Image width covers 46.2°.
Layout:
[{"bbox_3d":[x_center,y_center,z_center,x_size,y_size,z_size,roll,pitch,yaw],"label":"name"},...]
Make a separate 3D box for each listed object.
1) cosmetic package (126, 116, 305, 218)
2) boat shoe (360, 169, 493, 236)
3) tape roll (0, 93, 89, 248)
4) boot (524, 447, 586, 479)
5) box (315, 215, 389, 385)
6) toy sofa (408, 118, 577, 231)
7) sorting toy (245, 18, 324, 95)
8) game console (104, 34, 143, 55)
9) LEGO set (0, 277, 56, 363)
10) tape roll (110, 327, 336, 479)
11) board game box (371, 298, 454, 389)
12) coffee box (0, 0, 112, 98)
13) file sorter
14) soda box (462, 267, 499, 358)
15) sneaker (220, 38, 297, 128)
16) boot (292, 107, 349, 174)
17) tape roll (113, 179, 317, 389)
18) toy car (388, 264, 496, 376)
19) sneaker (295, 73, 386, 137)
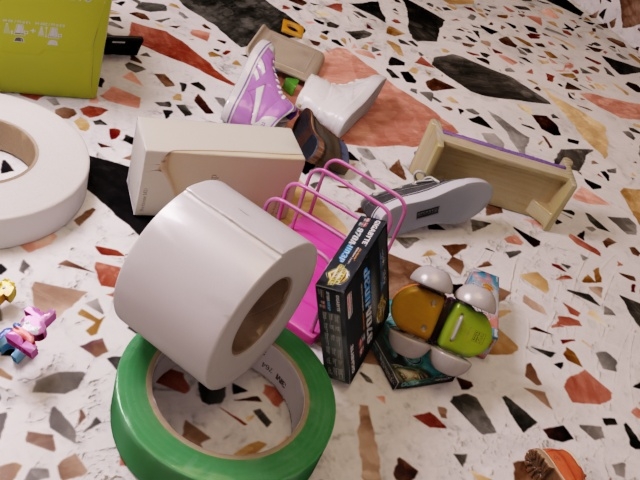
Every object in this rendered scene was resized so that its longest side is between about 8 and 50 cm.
[{"bbox_3d":[-0.204,-0.136,1.451,0.309,0.160,0.113,-1,43,-25],"label":"cosmetic package"},{"bbox_3d":[0.232,-0.090,1.641,0.306,0.113,0.105,-18,44,-20],"label":"boat shoe"},{"bbox_3d":[-0.612,-0.136,1.332,0.391,0.072,0.392,14,38,-11],"label":"tape roll"},{"bbox_3d":[0.398,0.392,1.179,0.084,0.059,0.158,3,40,-29],"label":"boot"},{"bbox_3d":[0.057,0.097,1.219,0.051,0.220,0.175,15,44,22],"label":"box"},{"bbox_3d":[0.404,-0.169,1.781,0.362,0.150,0.177,15,39,-8],"label":"toy sofa"},{"bbox_3d":[-0.095,-0.491,2.023,0.195,0.047,0.348,26,40,-5],"label":"sorting toy"},{"bbox_3d":[-0.503,-0.487,1.810,0.122,0.107,0.071,-8,74,-31],"label":"game console"},{"bbox_3d":[-0.473,0.093,1.102,0.227,0.087,0.093,30,54,11],"label":"LEGO set"},{"bbox_3d":[-0.139,0.236,1.097,0.321,0.077,0.321,13,38,-10],"label":"tape roll"},{"bbox_3d":[0.146,0.180,1.339,0.126,0.026,0.186,-3,44,-28],"label":"board game box"},{"bbox_3d":[-0.620,-0.533,1.533,0.337,0.338,0.335,0,59,-25],"label":"coffee box"},{"bbox_3d":[0.000,0.000,1.360,0.202,0.182,0.290,32,39,16],"label":"file sorter"},{"bbox_3d":[0.302,0.136,1.435,0.058,0.063,0.183,20,38,-2],"label":"soda box"},{"bbox_3d":[-0.122,-0.354,1.794,0.161,0.102,0.282,21,56,-5],"label":"sneaker"},{"bbox_3d":[0.000,-0.226,1.744,0.106,0.082,0.219,28,28,-28],"label":"boot"},{"bbox_3d":[-0.142,0.061,1.048,0.169,0.246,0.246,33,39,17],"label":"tape roll"},{"bbox_3d":[0.206,0.136,1.304,0.181,0.159,0.136,23,0,1],"label":"toy car"},{"bbox_3d":[0.048,-0.382,1.908,0.169,0.108,0.292,32,40,9],"label":"sneaker"}]
